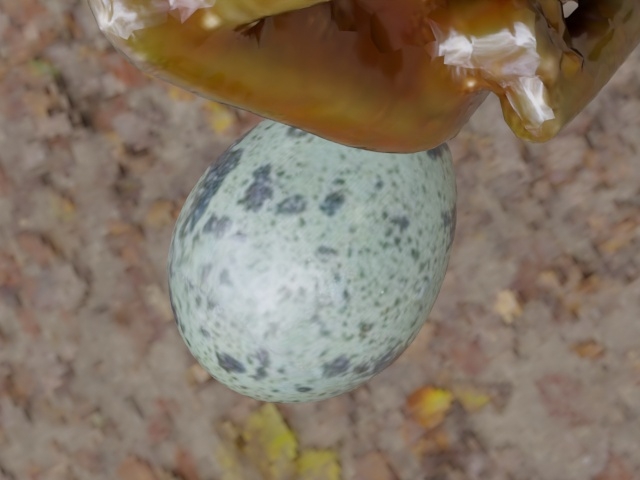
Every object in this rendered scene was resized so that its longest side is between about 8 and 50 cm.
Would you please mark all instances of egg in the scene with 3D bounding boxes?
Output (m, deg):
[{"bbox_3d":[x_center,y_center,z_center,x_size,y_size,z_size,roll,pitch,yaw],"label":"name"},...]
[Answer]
[{"bbox_3d":[0.000,0.000,0.931,0.132,0.172,0.132,35,168,8],"label":"egg"}]

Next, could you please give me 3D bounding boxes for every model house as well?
[{"bbox_3d":[0.089,-0.130,0.374,0.229,0.199,0.220,-16,67,43],"label":"model house"}]
